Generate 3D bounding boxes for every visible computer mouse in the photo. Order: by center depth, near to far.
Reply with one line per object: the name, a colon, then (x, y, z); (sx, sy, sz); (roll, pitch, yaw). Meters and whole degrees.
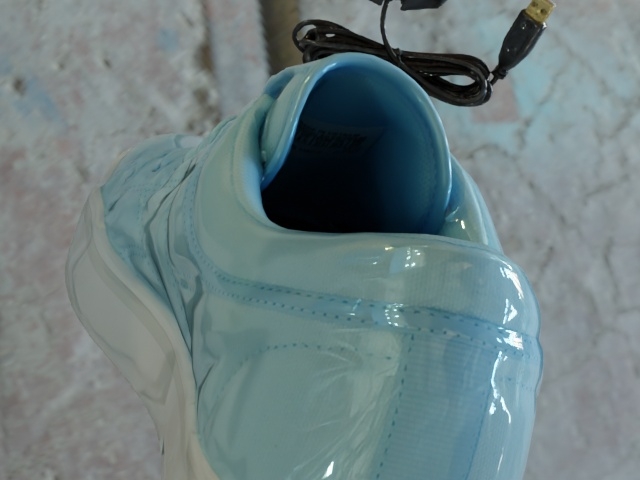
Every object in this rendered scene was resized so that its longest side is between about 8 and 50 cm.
computer mouse: (0.103, -0.211, 1.286); (0.184, 0.262, 0.060); (16, 29, -14)

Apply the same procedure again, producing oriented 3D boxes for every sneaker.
sneaker: (0.000, 0.000, 0.620); (0.135, 0.366, 0.150); (14, 105, -22)
